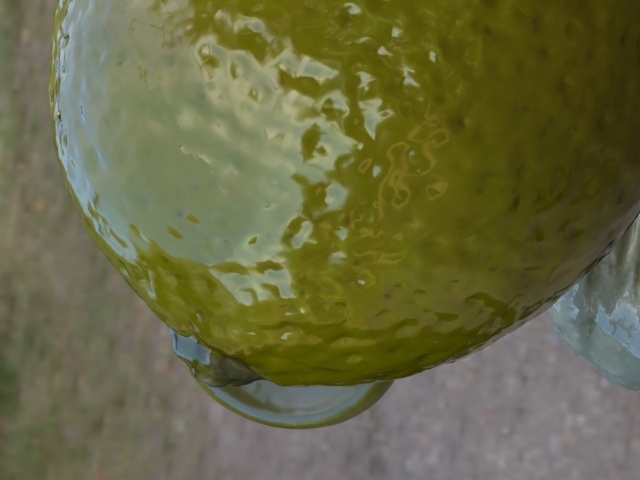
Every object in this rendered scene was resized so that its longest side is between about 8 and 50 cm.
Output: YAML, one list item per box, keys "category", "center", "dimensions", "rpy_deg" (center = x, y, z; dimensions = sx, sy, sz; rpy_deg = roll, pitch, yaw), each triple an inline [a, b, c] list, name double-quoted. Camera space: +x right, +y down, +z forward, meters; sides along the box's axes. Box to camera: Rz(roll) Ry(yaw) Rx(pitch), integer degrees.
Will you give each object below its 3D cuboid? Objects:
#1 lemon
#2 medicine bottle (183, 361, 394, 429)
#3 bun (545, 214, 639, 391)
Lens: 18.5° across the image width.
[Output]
- category: "lemon"
  center: [0.020, -0.076, 0.775]
  dimensions: [0.267, 0.267, 0.267]
  rpy_deg: [-171, 90, -70]
- category: "medicine bottle"
  center: [0.000, 0.000, 1.907]
  dimensions: [0.384, 0.224, 0.224]
  rpy_deg: [-69, 0, -62]
- category: "bun"
  center: [0.341, -0.019, 1.652]
  dimensions: [0.219, 0.365, 0.365]
  rpy_deg: [94, 179, -75]
